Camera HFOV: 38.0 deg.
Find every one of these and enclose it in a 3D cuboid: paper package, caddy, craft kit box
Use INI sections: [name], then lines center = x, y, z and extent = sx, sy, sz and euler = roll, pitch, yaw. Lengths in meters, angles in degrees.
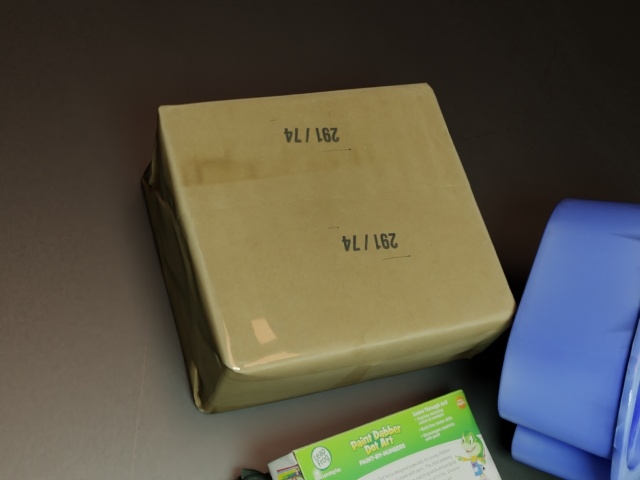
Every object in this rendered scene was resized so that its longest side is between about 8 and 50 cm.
[paper package]
center = 0.000, 0.000, 1.006
extent = 0.325, 0.168, 0.309
euler = -10, 70, -21
[caddy]
center = 0.321, 0.111, 0.997
extent = 0.179, 0.241, 0.341
euler = 11, 60, 25
[craft kit box]
center = 0.096, 0.297, 0.929
extent = 0.250, 0.061, 0.246
euler = -9, 74, -41

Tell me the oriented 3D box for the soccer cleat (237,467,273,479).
[soccer cleat]
center = -0.044, 0.261, 0.943
extent = 0.179, 0.060, 0.072
euler = -9, 58, -21
